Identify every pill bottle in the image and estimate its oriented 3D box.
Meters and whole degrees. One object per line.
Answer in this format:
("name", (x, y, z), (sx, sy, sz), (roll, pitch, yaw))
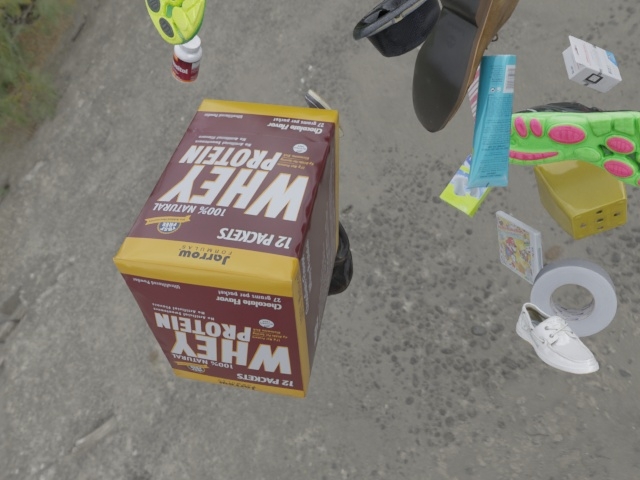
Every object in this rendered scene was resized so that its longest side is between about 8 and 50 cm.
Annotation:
("pill bottle", (-0.420, -0.575, 1.599), (0.152, 0.086, 0.086), (129, 147, -58))

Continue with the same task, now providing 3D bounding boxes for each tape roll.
("tape roll", (0.719, 0.162, 1.450), (0.219, 0.072, 0.219), (10, 113, 24))

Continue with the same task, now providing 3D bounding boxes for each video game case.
("video game case", (0.672, 0.027, 1.720), (0.026, 0.206, 0.227), (-18, 24, -7))

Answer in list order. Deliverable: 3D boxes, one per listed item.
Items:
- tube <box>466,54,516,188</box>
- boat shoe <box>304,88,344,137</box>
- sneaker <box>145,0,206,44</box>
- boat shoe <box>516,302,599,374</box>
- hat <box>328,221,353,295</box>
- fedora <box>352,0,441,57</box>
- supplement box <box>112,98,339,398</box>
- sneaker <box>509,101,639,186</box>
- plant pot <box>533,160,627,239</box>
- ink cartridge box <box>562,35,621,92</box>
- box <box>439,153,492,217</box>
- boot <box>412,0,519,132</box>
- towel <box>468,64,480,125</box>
("tube", (0.275, -0.186, 0.808), (0.052, 0.080, 0.207), (-131, 38, -68))
("boat shoe", (0.003, -0.417, 1.768), (0.092, 0.285, 0.103), (-43, 68, 2))
("sneaker", (-0.243, -0.468, 0.907), (0.109, 0.123, 0.295), (-13, 70, 9))
("boat shoe", (0.581, 0.236, 1.274), (0.277, 0.098, 0.096), (-130, 33, -70))
("hat", (0.000, 0.000, 1.545), (0.134, 0.331, 0.331), (-46, 42, 46))
("fedora", (0.275, -0.716, 1.663), (0.334, 0.152, 0.334), (-29, 28, 17))
("supplement box", (-0.061, 0.009, 0.469), (0.129, 0.191, 0.194), (7, 50, 8))
("sneaker", (0.681, -0.264, 1.242), (0.483, 0.185, 0.202), (18, 43, 29))
("plant pot", (0.766, -0.129, 1.464), (0.212, 0.212, 0.187), (-22, 53, 17))
("ink cartridge box", (0.760, -0.501, 1.448), (0.060, 0.180, 0.104), (137, 138, -56))
("box", (0.450, -0.170, 1.502), (0.109, 0.042, 0.178), (37, 95, 28))
("boot", (0.222, -0.290, 0.750), (0.115, 0.305, 0.112), (-22, 59, -23))
("towel", (0.473, -0.399, 1.465), (0.029, 0.144, 0.197), (-9, 85, -4))
